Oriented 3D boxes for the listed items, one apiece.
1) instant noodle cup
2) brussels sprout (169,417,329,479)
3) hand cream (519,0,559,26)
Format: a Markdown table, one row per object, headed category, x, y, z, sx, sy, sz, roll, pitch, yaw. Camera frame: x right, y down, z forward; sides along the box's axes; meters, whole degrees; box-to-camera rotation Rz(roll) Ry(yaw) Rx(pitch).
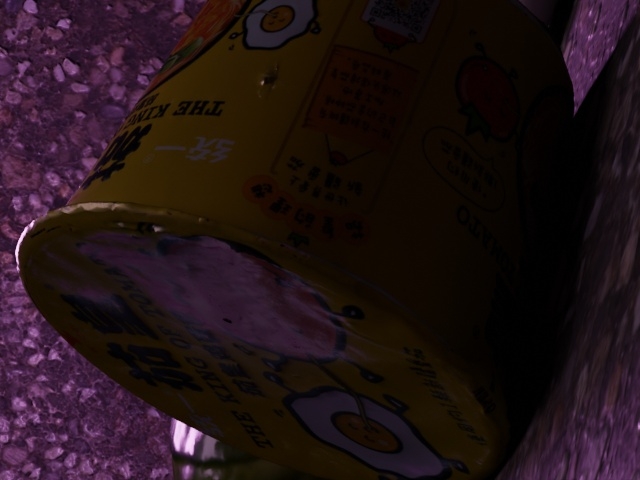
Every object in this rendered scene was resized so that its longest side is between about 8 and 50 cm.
| category | x | y | z | sx | sy | sz | roll | pitch | yaw |
| --- | --- | --- | --- | --- | --- | --- | --- | --- | --- |
| instant noodle cup | 0.007 | -0.025 | 1.196 | 0.325 | 0.326 | 0.254 | 109 | -174 | -64 |
| brussels sprout | 0.004 | 0.133 | 1.426 | 0.271 | 0.210 | 0.219 | -59 | 7 | 2 |
| hand cream | 0.175 | -0.269 | 1.422 | 0.139 | 0.089 | 0.314 | -72 | -10 | -69 |
